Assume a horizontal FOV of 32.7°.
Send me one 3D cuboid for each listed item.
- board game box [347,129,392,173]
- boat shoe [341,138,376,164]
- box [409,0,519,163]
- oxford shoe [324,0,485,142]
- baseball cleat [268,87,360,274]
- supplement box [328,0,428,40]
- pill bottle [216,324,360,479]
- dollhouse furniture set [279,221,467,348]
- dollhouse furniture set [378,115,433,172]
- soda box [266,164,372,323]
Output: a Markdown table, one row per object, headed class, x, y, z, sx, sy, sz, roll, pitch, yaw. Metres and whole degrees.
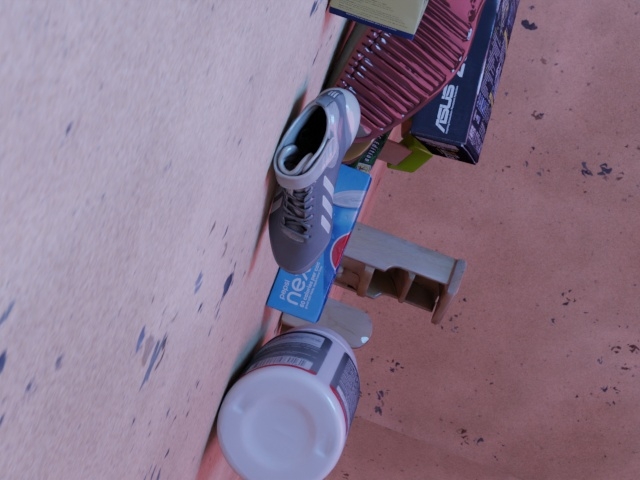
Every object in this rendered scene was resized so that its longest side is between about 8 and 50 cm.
| class | x | y | z | sx | sy | sz | roll | pitch | yaw |
| --- | --- | --- | --- | --- | --- | --- | --- | --- | --- |
| board game box | 0.108 | -0.209 | 1.756 | 0.260 | 0.030 | 0.136 | -62 | -170 | 18 |
| boat shoe | 0.056 | -0.181 | 1.286 | 0.073 | 0.073 | 0.207 | 80 | 31 | -78 |
| box | 0.236 | -0.291 | 1.711 | 0.395 | 0.097 | 0.318 | -4 | 109 | -78 |
| oxford shoe | 0.105 | -0.265 | 1.219 | 0.348 | 0.123 | 0.130 | -53 | -141 | 0 |
| baseball cleat | -0.023 | -0.050 | 1.062 | 0.109 | 0.072 | 0.206 | -34 | 142 | -59 |
| supplement box | 0.059 | -0.238 | 0.974 | 0.083 | 0.083 | 0.056 | 103 | 7 | -53 |
| pill bottle | -0.032 | 0.211 | 1.458 | 0.283 | 0.161 | 0.161 | -48 | 158 | -78 |
| dollhouse furniture set | 0.060 | 0.191 | 1.888 | 0.362 | 0.256 | 0.394 | 100 | 11 | -67 |
| dollhouse furniture set | 0.156 | -0.310 | 2.050 | 0.197 | 0.151 | 0.302 | -40 | -140 | 53 |
| soda box | 0.000 | 0.000 | 1.453 | 0.067 | 0.071 | 0.210 | 1 | 110 | -86 |
